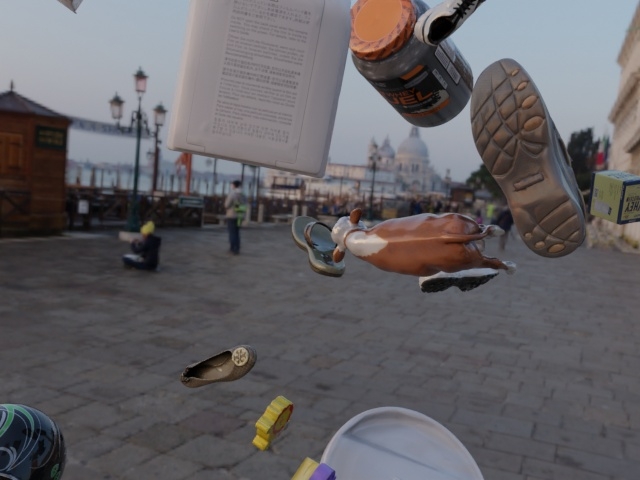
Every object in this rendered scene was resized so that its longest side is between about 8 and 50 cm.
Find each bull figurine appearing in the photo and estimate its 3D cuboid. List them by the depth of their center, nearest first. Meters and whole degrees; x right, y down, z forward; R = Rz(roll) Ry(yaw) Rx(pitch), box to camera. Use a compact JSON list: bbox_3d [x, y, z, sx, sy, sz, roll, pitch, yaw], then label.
[{"bbox_3d":[0.157,0.007,1.029,0.189,0.101,0.310,7,-1,-33],"label":"bull figurine"}]

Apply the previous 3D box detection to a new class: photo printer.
[{"bbox_3d":[-0.091,-0.270,1.002,0.256,0.307,0.107,9,6,-7],"label":"photo printer"}]

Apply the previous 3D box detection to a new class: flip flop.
[{"bbox_3d":[0.000,0.000,1.616,0.112,0.080,0.277,4,25,-16],"label":"flip flop"}]

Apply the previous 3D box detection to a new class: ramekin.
[{"bbox_3d":[0.105,0.394,0.937,0.273,0.272,0.127,3,-38,-23],"label":"ramekin"}]

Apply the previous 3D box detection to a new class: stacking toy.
[{"bbox_3d":[-0.005,0.296,0.718,0.167,0.221,0.052,29,39,22],"label":"stacking toy"}]

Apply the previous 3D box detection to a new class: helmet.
[{"bbox_3d":[-0.464,0.321,0.943,0.170,0.169,0.161,5,27,-7],"label":"helmet"}]

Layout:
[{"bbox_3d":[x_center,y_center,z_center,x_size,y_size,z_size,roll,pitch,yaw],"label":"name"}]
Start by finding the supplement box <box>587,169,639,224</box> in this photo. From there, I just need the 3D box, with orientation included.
[{"bbox_3d":[0.553,-0.082,1.191,0.056,0.083,0.083,-9,22,-20],"label":"supplement box"}]

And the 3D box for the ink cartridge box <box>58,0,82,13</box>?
[{"bbox_3d":[-0.286,-0.281,0.690,0.063,0.029,0.115,35,1,-22],"label":"ink cartridge box"}]

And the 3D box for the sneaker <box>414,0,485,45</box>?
[{"bbox_3d":[0.146,-0.241,0.658,0.040,0.109,0.043,35,24,-22],"label":"sneaker"}]

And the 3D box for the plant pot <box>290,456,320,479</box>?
[{"bbox_3d":[-0.012,0.675,1.562,0.254,0.239,0.254,24,-15,7],"label":"plant pot"}]

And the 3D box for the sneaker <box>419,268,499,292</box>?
[{"bbox_3d":[0.344,0.066,1.596,0.272,0.108,0.100,5,-32,-38],"label":"sneaker"}]

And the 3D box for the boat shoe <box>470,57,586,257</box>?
[{"bbox_3d":[0.364,-0.141,1.119,0.132,0.355,0.130,-19,-8,31],"label":"boat shoe"}]

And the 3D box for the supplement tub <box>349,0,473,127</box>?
[{"bbox_3d":[0.191,-0.391,1.379,0.194,0.193,0.316,8,-12,36],"label":"supplement tub"}]

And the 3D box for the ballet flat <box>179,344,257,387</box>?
[{"bbox_3d":[-0.271,0.327,1.650,0.250,0.084,0.058,-22,-34,28],"label":"ballet flat"}]
